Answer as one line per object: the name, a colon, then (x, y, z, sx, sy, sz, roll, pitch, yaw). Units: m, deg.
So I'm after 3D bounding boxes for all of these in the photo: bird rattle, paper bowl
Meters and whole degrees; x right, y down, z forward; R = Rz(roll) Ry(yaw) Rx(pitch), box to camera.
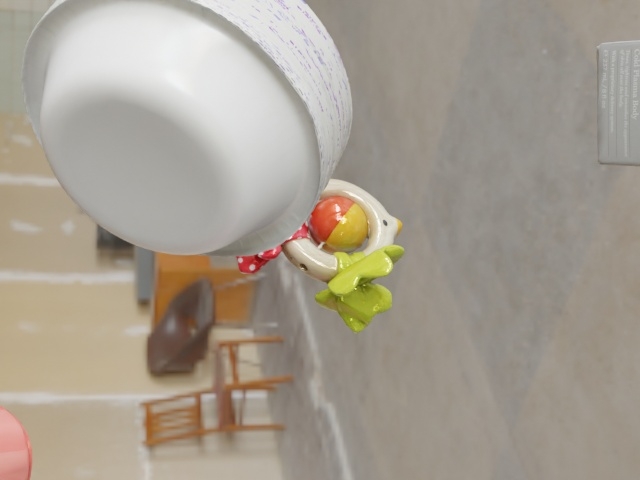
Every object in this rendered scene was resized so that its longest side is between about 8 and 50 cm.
bird rattle: (0.000, 0.000, 1.497, 0.207, 0.253, 0.143, -49, -19, -40)
paper bowl: (-0.126, -0.101, 0.958, 0.284, 0.284, 0.148, 106, -173, -46)

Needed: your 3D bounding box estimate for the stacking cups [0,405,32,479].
stacking cups: (-0.242, 0.095, 0.446, 0.316, 0.096, 0.096, 12, -102, -68)

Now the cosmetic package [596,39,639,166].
cosmetic package: (0.379, -0.127, 1.021, 0.238, 0.107, 0.127, 7, 101, 57)
